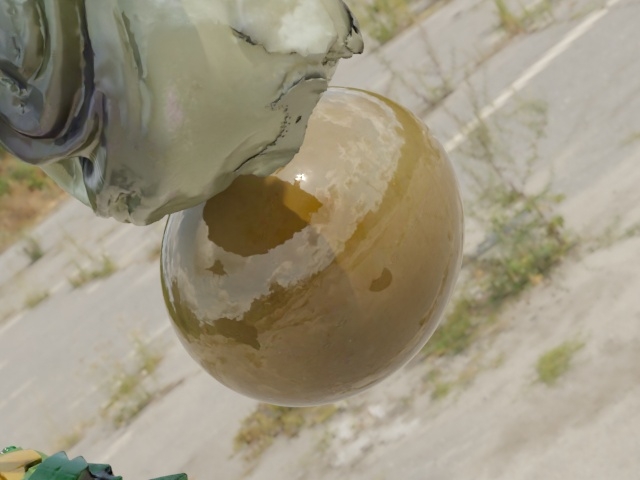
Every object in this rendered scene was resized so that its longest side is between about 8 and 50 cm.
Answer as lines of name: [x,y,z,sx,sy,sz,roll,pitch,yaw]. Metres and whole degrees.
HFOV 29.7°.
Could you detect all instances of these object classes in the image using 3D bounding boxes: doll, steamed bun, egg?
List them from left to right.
doll: [-0.227,0.232,1.039,0.186,0.106,0.134,11,32,19]
steamed bun: [-0.180,-0.162,0.989,0.394,0.346,0.237,10,37,35]
egg: [0.000,0.000,1.255,0.301,0.301,0.374,-20,27,52]
